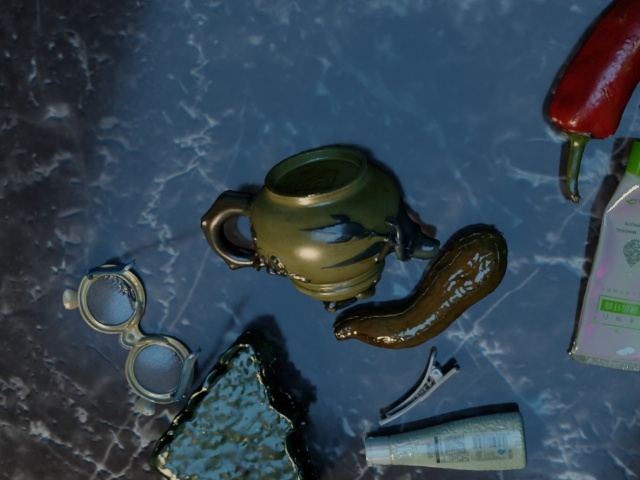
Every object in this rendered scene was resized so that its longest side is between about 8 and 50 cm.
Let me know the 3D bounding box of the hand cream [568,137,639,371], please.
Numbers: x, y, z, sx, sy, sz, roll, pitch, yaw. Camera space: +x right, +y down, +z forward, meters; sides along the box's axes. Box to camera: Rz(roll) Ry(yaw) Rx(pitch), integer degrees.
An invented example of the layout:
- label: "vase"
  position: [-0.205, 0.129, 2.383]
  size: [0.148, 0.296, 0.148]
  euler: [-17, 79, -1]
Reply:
- label: "hand cream"
  position: [0.353, 0.020, 1.275]
  size: [0.079, 0.050, 0.275]
  euler: [18, 110, 29]

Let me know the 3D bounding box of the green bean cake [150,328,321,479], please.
- label: "green bean cake"
  position: [-0.067, 0.236, 1.310]
  size: [0.208, 0.107, 0.193]
  euler: [39, 95, -1]

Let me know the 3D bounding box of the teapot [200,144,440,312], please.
- label: "teapot"
  position: [0.000, 0.000, 1.263]
  size: [0.269, 0.173, 0.183]
  euler: [-6, 121, 15]

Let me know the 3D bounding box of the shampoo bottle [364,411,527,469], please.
- label: "shampoo bottle"
  position: [0.148, 0.246, 1.326]
  size: [0.190, 0.041, 0.069]
  euler: [-6, 101, 5]

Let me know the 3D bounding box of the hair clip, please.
- label: "hair clip"
  position: [0.112, 0.178, 1.330]
  size: [0.115, 0.030, 0.039]
  euler: [-42, 72, 5]

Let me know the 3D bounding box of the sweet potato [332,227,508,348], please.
- label: "sweet potato"
  position: [0.126, 0.069, 1.302]
  size: [0.233, 0.062, 0.081]
  euler: [-35, 77, 10]

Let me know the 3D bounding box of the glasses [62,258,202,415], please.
- label: "glasses"
  position: [-0.188, 0.091, 1.270]
  size: [0.088, 0.220, 0.190]
  euler: [-35, 91, -32]

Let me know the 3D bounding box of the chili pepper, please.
- label: "chili pepper"
  position: [0.375, -0.214, 1.236]
  size: [0.368, 0.092, 0.137]
  euler: [-44, 93, 9]
